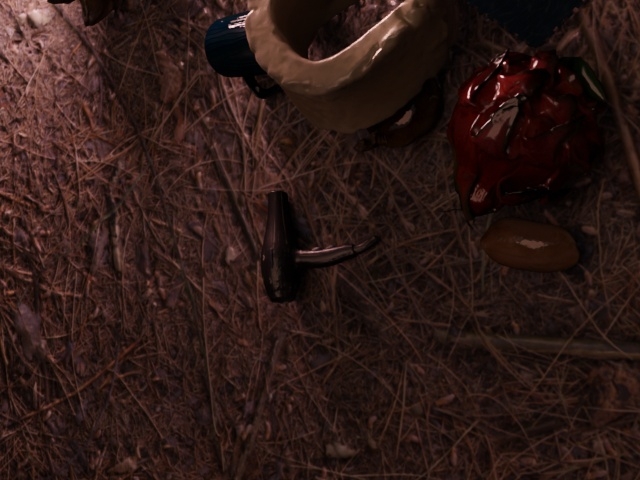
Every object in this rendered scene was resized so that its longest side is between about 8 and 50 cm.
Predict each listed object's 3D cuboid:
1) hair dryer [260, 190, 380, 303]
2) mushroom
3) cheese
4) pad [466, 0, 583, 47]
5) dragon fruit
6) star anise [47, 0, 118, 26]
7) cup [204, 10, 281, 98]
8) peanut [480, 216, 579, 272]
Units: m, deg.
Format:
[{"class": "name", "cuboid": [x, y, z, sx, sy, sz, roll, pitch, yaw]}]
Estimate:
[{"class": "hair dryer", "cuboid": [0.000, 0.000, 1.856, 0.219, 0.075, 0.195, -9, 73, 22]}, {"class": "mushroom", "cuboid": [0.115, -0.206, 1.771, 0.170, 0.080, 0.135, -49, 53, 18]}, {"class": "cheese", "cuboid": [0.062, -0.347, 1.717, 0.332, 0.153, 0.292, -36, 58, 8]}, {"class": "pad", "cuboid": [0.302, -0.427, 1.559, 0.269, 0.269, 0.012, -48, 29, 32]}, {"class": "dragon fruit", "cuboid": [0.272, -0.143, 1.572, 0.293, 0.234, 0.234, -49, 63, 4]}, {"class": "star anise", "cuboid": [-0.412, -0.572, 2.120, 0.332, 0.117, 0.331, -4, 80, 25]}, {"class": "cup", "cuboid": [-0.120, -0.323, 1.899, 0.138, 0.113, 0.150, 2, 93, 48]}, {"class": "peanut", "cuboid": [0.312, 0.008, 1.632, 0.152, 0.076, 0.076, 11, 93, 28]}]
